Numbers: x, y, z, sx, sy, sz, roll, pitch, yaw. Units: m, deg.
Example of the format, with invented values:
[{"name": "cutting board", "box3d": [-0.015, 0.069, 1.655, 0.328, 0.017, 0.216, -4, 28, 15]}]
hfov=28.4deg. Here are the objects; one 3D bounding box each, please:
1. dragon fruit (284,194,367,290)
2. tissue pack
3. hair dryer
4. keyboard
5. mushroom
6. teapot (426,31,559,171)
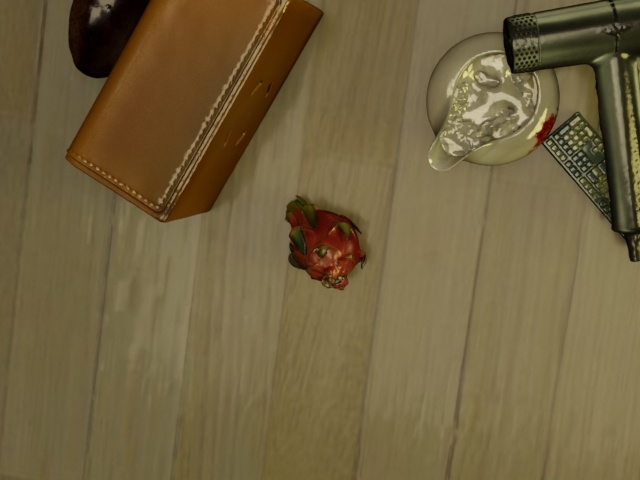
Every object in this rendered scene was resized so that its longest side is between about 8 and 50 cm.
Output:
[{"name": "dragon fruit", "box3d": [-0.001, 0.000, 1.453, 0.081, 0.086, 0.116, -28, 51, -24]}, {"name": "tissue pack", "box3d": [-0.137, -0.174, 1.394, 0.145, 0.194, 0.274, 31, 99, 4]}, {"name": "hair dryer", "box3d": [0.378, -0.154, 1.356, 0.320, 0.156, 0.284, -17, 117, 5]}, {"name": "keyboard", "box3d": [0.328, -0.062, 1.432, 0.055, 0.014, 0.176, -41, 90, 7]}, {"name": "mushroom", "box3d": [-0.264, -0.314, 1.447, 0.217, 0.148, 0.227, 28, 90, 23]}, {"name": "teapot", "box3d": [0.196, -0.164, 1.398, 0.145, 0.092, 0.226, 38, 91, -1]}]
